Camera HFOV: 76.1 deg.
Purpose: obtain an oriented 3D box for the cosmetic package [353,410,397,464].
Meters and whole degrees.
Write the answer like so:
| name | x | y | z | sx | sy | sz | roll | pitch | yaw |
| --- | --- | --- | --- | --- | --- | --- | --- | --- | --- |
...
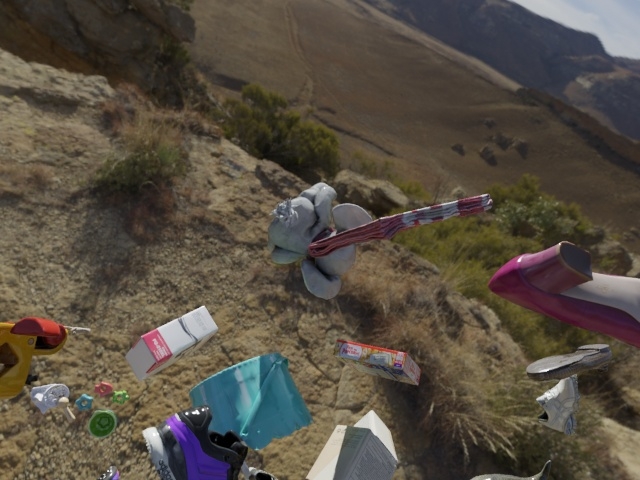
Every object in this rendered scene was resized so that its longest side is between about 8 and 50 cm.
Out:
| name | x | y | z | sx | sy | sz | roll | pitch | yaw |
| --- | --- | --- | --- | --- | --- | --- | --- | --- | --- |
| cosmetic package | 0.165 | 0.726 | 1.432 | 0.113 | 0.160 | 0.309 | 48 | -1 | 9 |

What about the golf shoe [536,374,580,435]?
| name | x | y | z | sx | sy | sz | roll | pitch | yaw |
| --- | --- | --- | --- | --- | --- | --- | --- | --- | --- |
| golf shoe | 0.563 | 0.381 | 0.971 | 0.085 | 0.177 | 0.069 | 5 | 20 | 24 |

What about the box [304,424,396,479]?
| name | x | y | z | sx | sy | sz | roll | pitch | yaw |
| --- | --- | --- | --- | --- | --- | --- | --- | --- | --- |
| box | 0.038 | 0.604 | 0.941 | 0.311 | 0.121 | 0.148 | -43 | 106 | -43 |

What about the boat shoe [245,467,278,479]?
| name | x | y | z | sx | sy | sz | roll | pitch | yaw |
| --- | --- | --- | --- | --- | --- | --- | --- | --- | --- |
| boat shoe | -0.219 | 1.009 | 1.688 | 0.219 | 0.070 | 0.078 | 48 | 44 | -31 |

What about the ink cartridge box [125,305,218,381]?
| name | x | y | z | sx | sy | sz | roll | pitch | yaw |
| --- | --- | --- | --- | --- | --- | --- | --- | --- | --- |
| ink cartridge box | -0.475 | 0.330 | 1.319 | 0.237 | 0.172 | 0.100 | -24 | 76 | -51 |

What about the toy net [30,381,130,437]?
| name | x | y | z | sx | sy | sz | roll | pitch | yaw |
| --- | --- | --- | --- | --- | --- | --- | --- | --- | --- |
| toy net | -0.634 | 0.421 | 1.067 | 0.232 | 0.122 | 0.045 | 25 | -10 | -12 |

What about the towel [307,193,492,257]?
| name | x | y | z | sx | sy | sz | roll | pitch | yaw |
| --- | --- | --- | --- | --- | --- | --- | --- | --- | --- |
| towel | 0.165 | -0.028 | 0.838 | 0.328 | 0.237 | 0.037 | -14 | 87 | -34 |

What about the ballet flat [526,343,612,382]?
| name | x | y | z | sx | sy | sz | roll | pitch | yaw |
| --- | --- | --- | --- | --- | --- | --- | --- | --- | --- |
| ballet flat | 0.532 | 0.268 | 0.860 | 0.249 | 0.084 | 0.058 | -4 | 82 | -30 |

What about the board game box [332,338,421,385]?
| name | x | y | z | sx | sy | sz | roll | pitch | yaw |
| --- | --- | --- | --- | --- | --- | --- | --- | --- | --- |
| board game box | 0.148 | 0.319 | 1.068 | 0.193 | 0.147 | 0.045 | 3 | 60 | 31 |

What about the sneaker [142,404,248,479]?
| name | x | y | z | sx | sy | sz | roll | pitch | yaw |
| --- | --- | --- | --- | --- | --- | --- | --- | --- | --- |
| sneaker | -0.183 | 0.423 | 0.719 | 0.146 | 0.102 | 0.294 | -27 | 103 | -30 |

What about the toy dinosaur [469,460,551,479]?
| name | x | y | z | sx | sy | sz | roll | pitch | yaw |
| --- | --- | --- | --- | --- | --- | --- | --- | --- | --- |
| toy dinosaur | 0.280 | 0.494 | 0.701 | 0.160 | 0.314 | 0.121 | 35 | 5 | 31 |

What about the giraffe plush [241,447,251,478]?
| name | x | y | z | sx | sy | sz | roll | pitch | yaw |
| --- | --- | --- | --- | --- | --- | --- | --- | --- | --- |
| giraffe plush | -0.278 | 0.564 | 1.191 | 0.181 | 0.211 | 0.170 | -6 | 4 | -44 |

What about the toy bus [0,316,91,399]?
| name | x | y | z | sx | sy | sz | roll | pitch | yaw |
| --- | --- | --- | --- | --- | --- | --- | --- | --- | --- |
| toy bus | -0.394 | 0.143 | 0.478 | 0.202 | 0.191 | 0.105 | 12 | 71 | -25 |

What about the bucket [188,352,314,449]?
| name | x | y | z | sx | sy | sz | roll | pitch | yaw |
| --- | --- | --- | --- | --- | --- | --- | --- | --- | --- |
| bucket | -0.168 | 0.402 | 0.972 | 0.280 | 0.281 | 0.183 | -8 | 63 | -40 |

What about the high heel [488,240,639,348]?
| name | x | y | z | sx | sy | sz | roll | pitch | yaw |
| --- | --- | --- | --- | --- | --- | --- | --- | --- | --- |
| high heel | 0.529 | 0.134 | 0.802 | 0.377 | 0.181 | 0.127 | 35 | 57 | -6 |

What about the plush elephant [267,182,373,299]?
| name | x | y | z | sx | sy | sz | roll | pitch | yaw |
| --- | --- | --- | --- | --- | --- | --- | --- | --- | --- |
| plush elephant | 0.000 | 0.000 | 1.122 | 0.255 | 0.272 | 0.330 | 41 | 2 | 3 |

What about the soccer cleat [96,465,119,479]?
| name | x | y | z | sx | sy | sz | roll | pitch | yaw |
| --- | --- | --- | --- | --- | --- | --- | --- | --- | --- |
| soccer cleat | -0.677 | 0.810 | 1.287 | 0.116 | 0.318 | 0.108 | 43 | 36 | 4 |
